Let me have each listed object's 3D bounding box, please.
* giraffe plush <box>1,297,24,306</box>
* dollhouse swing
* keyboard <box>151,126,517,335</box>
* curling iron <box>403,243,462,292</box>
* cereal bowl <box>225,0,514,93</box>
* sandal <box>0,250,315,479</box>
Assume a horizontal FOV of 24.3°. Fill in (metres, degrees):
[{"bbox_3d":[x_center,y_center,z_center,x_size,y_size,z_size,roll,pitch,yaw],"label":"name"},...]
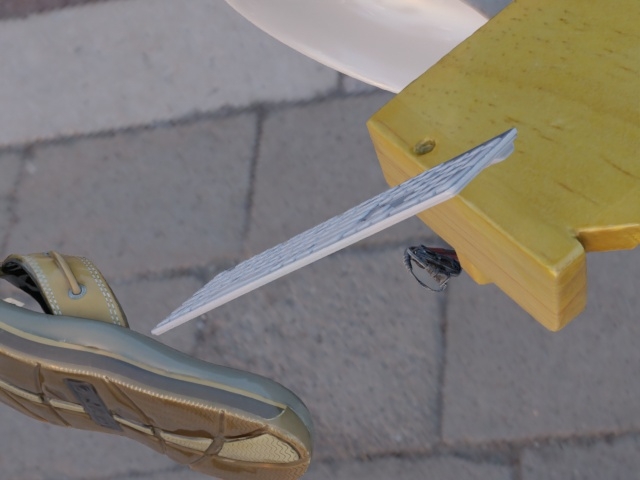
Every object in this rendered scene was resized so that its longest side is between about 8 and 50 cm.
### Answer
[{"bbox_3d":[-0.384,0.169,1.544,0.210,0.181,0.170,-39,36,48],"label":"giraffe plush"},{"bbox_3d":[0.264,-0.062,1.122,0.347,0.305,0.315,-38,44,-7],"label":"dollhouse swing"},{"bbox_3d":[0.000,0.000,0.818,0.256,0.014,0.072,-26,5,45],"label":"keyboard"},{"bbox_3d":[0.204,0.039,1.815,0.035,0.274,0.068,-52,51,30],"label":"curling iron"},{"bbox_3d":[0.065,-0.256,1.365,0.339,0.339,0.141,15,77,32],"label":"cereal bowl"},{"bbox_3d":[-0.080,0.032,0.503,0.180,0.072,0.049,16,62,18],"label":"sandal"}]
